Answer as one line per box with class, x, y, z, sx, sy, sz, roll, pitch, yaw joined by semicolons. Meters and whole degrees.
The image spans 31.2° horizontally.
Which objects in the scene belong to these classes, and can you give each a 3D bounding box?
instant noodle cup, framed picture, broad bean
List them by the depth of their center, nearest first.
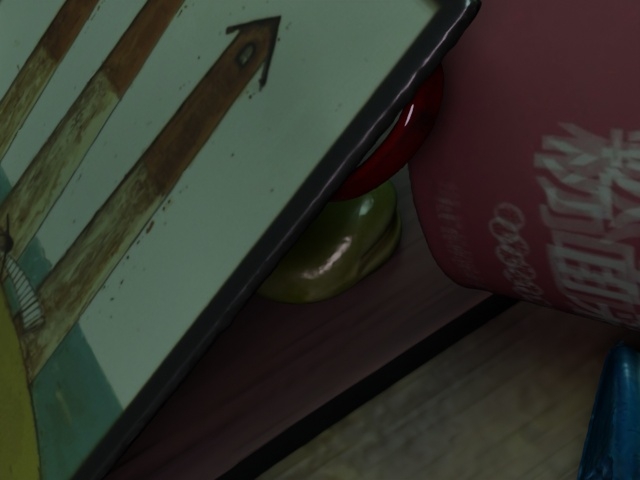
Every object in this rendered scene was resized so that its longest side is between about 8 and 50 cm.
instant noodle cup;0.149;-0.058;0.447;0.179;0.234;0.234;6;53;28
framed picture;-0.102;-0.033;0.478;0.324;0.013;0.244;-52;50;20
broad bean;0.000;0.000;0.535;0.083;0.045;0.063;-24;50;2

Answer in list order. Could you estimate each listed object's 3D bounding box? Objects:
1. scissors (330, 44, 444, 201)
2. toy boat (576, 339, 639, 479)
scissors;-0.047;-0.018;0.473;0.247;0.017;0.144;-49;42;31
toy boat;0.103;0.159;0.357;0.062;0.096;0.299;11;53;8
